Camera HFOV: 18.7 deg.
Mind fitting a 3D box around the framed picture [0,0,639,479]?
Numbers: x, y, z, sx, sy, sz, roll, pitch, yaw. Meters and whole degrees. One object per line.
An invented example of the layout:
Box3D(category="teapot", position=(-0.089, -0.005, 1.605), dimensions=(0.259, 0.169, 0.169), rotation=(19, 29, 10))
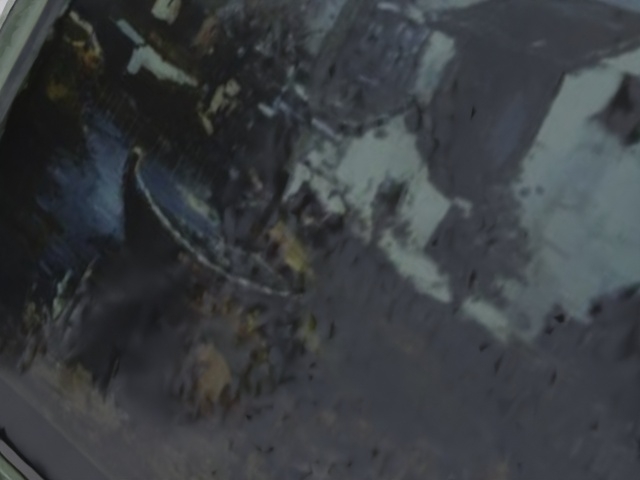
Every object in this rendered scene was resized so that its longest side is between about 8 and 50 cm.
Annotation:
Box3D(category="framed picture", position=(0.000, 0.000, 0.450), dimensions=(0.296, 0.019, 0.232), rotation=(34, 99, 40))
